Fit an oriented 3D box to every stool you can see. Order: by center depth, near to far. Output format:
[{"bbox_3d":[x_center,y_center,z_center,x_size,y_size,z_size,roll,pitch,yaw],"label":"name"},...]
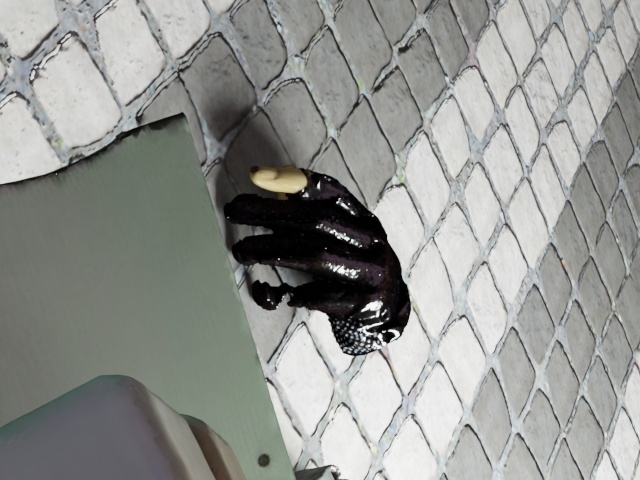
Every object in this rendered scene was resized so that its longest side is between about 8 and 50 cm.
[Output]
[{"bbox_3d":[-0.168,0.093,0.819,0.170,0.243,0.270,-24,101,-42],"label":"stool"}]

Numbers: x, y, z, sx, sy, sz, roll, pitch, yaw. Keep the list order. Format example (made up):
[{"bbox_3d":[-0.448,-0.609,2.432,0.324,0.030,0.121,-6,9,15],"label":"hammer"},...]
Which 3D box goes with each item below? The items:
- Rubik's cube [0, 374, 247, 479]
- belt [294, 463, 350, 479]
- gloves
[{"bbox_3d":[-0.110,0.263,0.496,0.319,0.322,0.316,61,-6,11],"label":"Rubik's cube"},{"bbox_3d":[-0.037,0.229,1.196,0.232,0.053,0.071,-14,92,-57],"label":"belt"},{"bbox_3d":[0.002,0.001,1.274,0.181,0.106,0.129,57,40,-38],"label":"gloves"}]
